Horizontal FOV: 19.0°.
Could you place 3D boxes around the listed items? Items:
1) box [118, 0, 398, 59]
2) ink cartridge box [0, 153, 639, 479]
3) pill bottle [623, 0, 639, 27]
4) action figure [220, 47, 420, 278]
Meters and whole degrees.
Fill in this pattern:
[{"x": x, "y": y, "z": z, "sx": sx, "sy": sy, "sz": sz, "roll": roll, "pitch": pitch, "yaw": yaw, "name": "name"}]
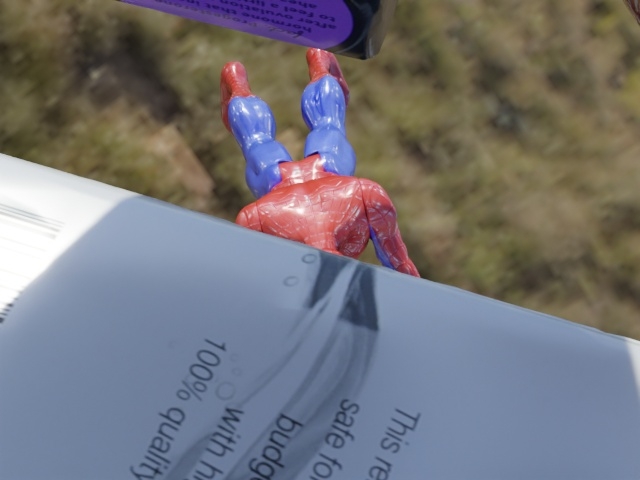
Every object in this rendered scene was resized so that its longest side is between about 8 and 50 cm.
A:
[{"x": -0.026, "y": -0.208, "z": 0.497, "sx": 0.143, "sy": 0.165, "sz": 0.270, "roll": 95, "pitch": 9, "yaw": -74, "name": "box"}, {"x": -0.070, "y": 0.143, "z": 0.580, "sx": 0.395, "sy": 0.166, "sz": 0.285, "roll": 17, "pitch": 50, "yaw": 11, "name": "ink cartridge box"}, {"x": 0.119, "y": -0.059, "z": 0.443, "sx": 0.086, "sy": 0.086, "sz": 0.152, "roll": 30, "pitch": 27, "yaw": -40, "name": "pill bottle"}, {"x": 0.000, "y": 0.000, "z": 1.028, "sx": 0.280, "sy": 0.091, "sz": 0.139, "roll": -102, "pitch": 178, "yaw": -68, "name": "action figure"}]
